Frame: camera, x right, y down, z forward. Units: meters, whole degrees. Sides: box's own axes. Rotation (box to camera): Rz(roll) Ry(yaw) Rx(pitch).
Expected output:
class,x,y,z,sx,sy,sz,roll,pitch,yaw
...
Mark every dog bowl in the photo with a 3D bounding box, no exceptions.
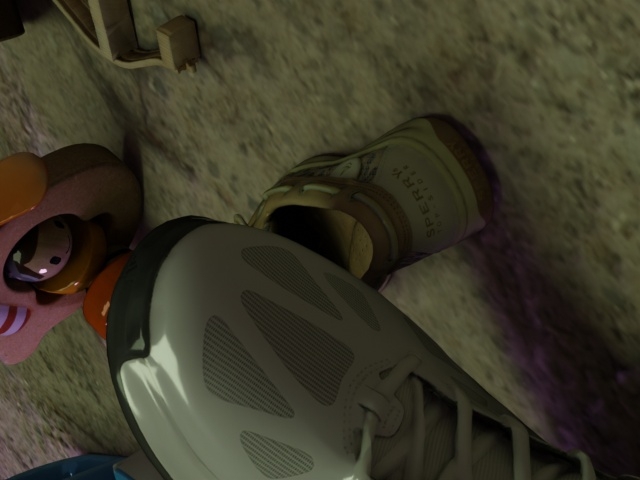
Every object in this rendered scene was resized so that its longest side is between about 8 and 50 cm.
class,x,y,z,sx,sy,sz,roll,pitch,yaw
dog bowl,-0.249,0.276,1.586,0.297,0.166,0.074,-8,99,59

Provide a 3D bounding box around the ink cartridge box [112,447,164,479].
class,x,y,z,sx,sy,sz,roll,pitch,yaw
ink cartridge box,-0.017,0.248,1.177,0.171,0.168,0.232,24,137,46

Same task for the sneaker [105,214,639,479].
class,x,y,z,sx,sy,sz,roll,pitch,yaw
sneaker,0.113,0.123,0.817,0.447,0.169,0.257,42,147,-25

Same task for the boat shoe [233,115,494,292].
class,x,y,z,sx,sy,sz,roll,pitch,yaw
boat shoe,0.000,0.000,0.990,0.104,0.089,0.285,57,151,2

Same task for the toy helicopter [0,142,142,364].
class,x,y,z,sx,sy,sz,roll,pitch,yaw
toy helicopter,-0.287,0.051,1.210,0.140,0.355,0.235,44,166,24

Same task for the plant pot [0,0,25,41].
class,x,y,z,sx,sy,sz,roll,pitch,yaw
plant pot,-0.355,-0.257,1.200,0.215,0.215,0.230,11,113,53

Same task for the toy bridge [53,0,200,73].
class,x,y,z,sx,sy,sz,roll,pitch,yaw
toy bridge,-0.150,-0.159,1.134,0.188,0.026,0.063,34,146,36
